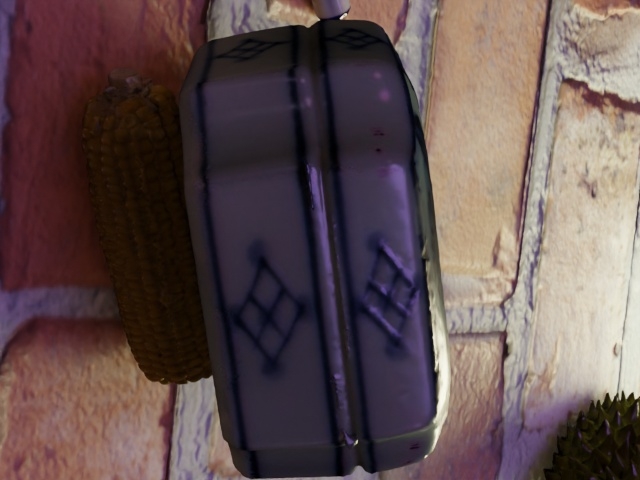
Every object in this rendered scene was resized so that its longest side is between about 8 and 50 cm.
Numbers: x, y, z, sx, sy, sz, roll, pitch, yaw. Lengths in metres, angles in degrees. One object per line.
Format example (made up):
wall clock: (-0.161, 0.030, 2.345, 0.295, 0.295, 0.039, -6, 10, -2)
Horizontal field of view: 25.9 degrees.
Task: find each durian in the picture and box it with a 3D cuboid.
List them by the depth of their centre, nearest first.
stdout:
durian: (0.333, 0.271, 1.485, 0.352, 0.158, 0.169, -31, 131, -45)

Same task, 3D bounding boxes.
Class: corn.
corn: (-0.117, -0.005, 0.984, 0.080, 0.080, 0.238, -28, 116, -42)

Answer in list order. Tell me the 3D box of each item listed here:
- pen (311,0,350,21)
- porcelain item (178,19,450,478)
pen: (-0.027, -0.293, 1.068, 0.033, 0.033, 0.269, -42, 126, -35)
porcelain item: (0.000, 0.000, 0.958, 0.286, 0.157, 0.281, -92, 176, -74)
